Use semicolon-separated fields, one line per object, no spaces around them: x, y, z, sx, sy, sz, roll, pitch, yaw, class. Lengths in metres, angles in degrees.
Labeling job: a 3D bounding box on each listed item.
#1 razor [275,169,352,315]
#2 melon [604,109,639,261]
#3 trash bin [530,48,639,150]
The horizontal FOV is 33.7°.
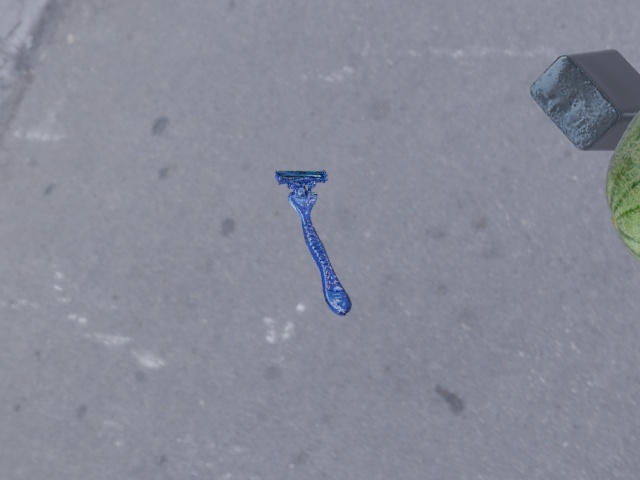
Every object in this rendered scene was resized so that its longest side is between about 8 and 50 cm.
-0.003;0.008;1.787;0.093;0.056;0.324;-2;49;-17;razor
0.270;-0.050;0.648;0.192;0.139;0.139;-24;56;8;melon
0.475;-0.238;1.799;0.115;0.225;0.165;-46;71;30;trash bin
